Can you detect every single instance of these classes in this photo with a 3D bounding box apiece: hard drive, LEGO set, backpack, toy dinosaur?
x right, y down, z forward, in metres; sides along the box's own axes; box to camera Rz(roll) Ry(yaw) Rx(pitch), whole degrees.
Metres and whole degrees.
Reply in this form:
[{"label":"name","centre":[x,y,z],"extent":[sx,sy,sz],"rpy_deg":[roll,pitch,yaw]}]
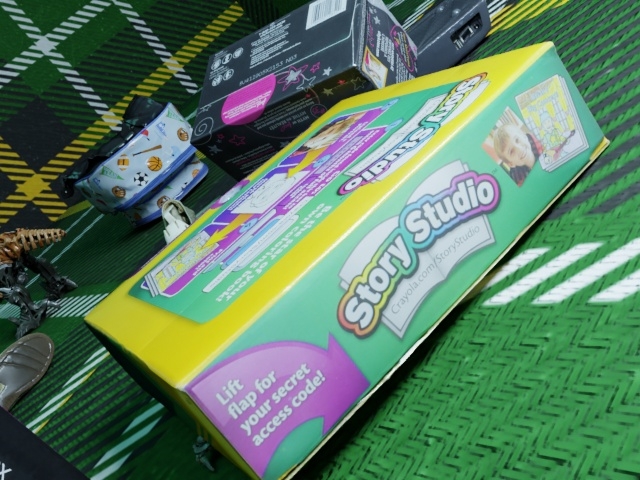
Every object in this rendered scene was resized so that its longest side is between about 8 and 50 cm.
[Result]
[{"label":"hard drive","centre":[0.117,-0.246,1.029],"extent":[0.254,0.054,0.172],"rpy_deg":[-38,20,8]},{"label":"LEGO set","centre":[-0.086,0.149,0.585],"extent":[0.054,0.023,0.083],"rpy_deg":[-39,20,1]},{"label":"backpack","centre":[-0.356,-0.155,1.458],"extent":[0.276,0.213,0.263],"rpy_deg":[-53,15,-19]},{"label":"toy dinosaur","centre":[-0.612,0.065,1.424],"extent":[0.322,0.218,0.164],"rpy_deg":[-17,29,48]}]

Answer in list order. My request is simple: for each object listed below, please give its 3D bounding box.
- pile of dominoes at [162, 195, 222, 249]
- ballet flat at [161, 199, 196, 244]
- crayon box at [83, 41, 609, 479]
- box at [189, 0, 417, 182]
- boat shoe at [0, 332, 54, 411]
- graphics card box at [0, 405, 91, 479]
[{"label":"pile of dominoes","centre":[-0.119,0.001,0.981],"extent":[0.196,0.040,0.251],"rpy_deg":[-39,28,1]},{"label":"ballet flat","centre":[-0.195,-0.011,0.992],"extent":[0.057,0.052,0.168],"rpy_deg":[-40,27,1]},{"label":"crayon box","centre":[0.000,0.000,0.612],"extent":[0.363,0.106,0.313],"rpy_deg":[-43,20,-20]},{"label":"box","centre":[-0.016,-0.182,0.906],"extent":[0.247,0.142,0.163],"rpy_deg":[-18,50,31]},{"label":"boat shoe","centre":[-0.473,0.218,1.079],"extent":[0.072,0.068,0.190],"rpy_deg":[-35,17,48]},{"label":"graphics card box","centre":[-0.375,0.156,0.577],"extent":[0.232,0.371,0.094],"rpy_deg":[-28,23,33]}]
